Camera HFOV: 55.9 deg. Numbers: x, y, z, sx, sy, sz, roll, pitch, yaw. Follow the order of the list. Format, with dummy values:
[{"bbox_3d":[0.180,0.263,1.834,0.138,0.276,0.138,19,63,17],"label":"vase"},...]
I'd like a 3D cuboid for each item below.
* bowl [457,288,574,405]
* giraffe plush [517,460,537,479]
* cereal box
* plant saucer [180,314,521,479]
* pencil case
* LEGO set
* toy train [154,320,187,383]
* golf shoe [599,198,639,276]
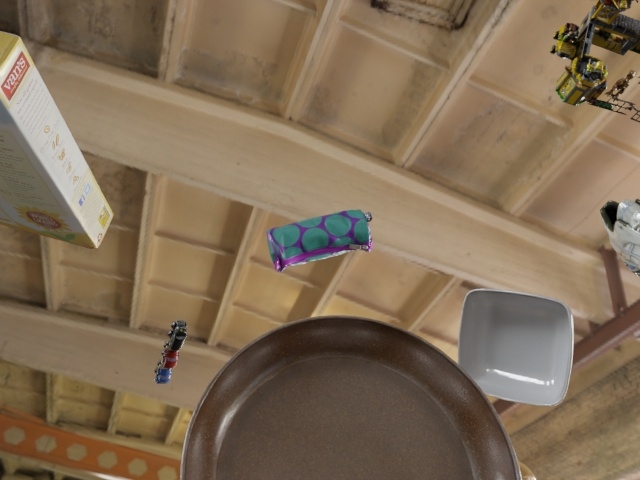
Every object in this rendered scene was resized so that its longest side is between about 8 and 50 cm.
[{"bbox_3d":[0.256,0.134,0.783,0.142,0.142,0.053,7,6,32],"label":"bowl"},{"bbox_3d":[0.220,0.334,0.711,0.181,0.171,0.210,29,-52,-35],"label":"giraffe plush"},{"bbox_3d":[-0.277,-0.080,0.472,0.172,0.047,0.240,16,-26,3],"label":"cereal box"},{"bbox_3d":[0.030,0.214,0.554,0.310,0.311,0.050,13,-40,-2],"label":"plant saucer"},{"bbox_3d":[0.000,0.000,0.864,0.151,0.070,0.065,-13,-48,-11],"label":"pencil case"},{"bbox_3d":[0.584,-0.329,1.020,0.331,0.255,0.192,27,-22,4],"label":"LEGO set"},{"bbox_3d":[-0.242,0.187,0.976,0.027,0.036,0.158,4,-45,-27],"label":"toy train"},{"bbox_3d":[0.327,-0.001,0.597,0.069,0.176,0.086,-43,-88,5],"label":"golf shoe"}]
